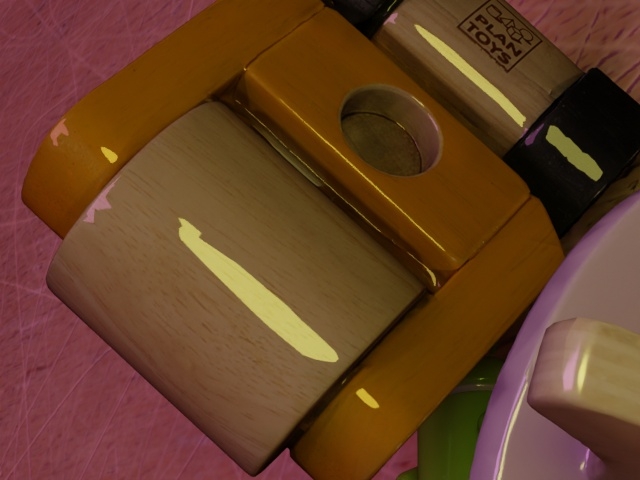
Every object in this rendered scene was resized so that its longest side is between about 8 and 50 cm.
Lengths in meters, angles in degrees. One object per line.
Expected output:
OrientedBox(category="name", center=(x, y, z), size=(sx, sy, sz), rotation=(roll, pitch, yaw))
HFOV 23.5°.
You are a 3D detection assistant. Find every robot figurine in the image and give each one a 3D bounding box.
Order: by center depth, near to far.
OrientedBox(category="robot figurine", center=(0.084, 0.111, 0.798), size=(0.101, 0.067, 0.115), rotation=(129, 149, -52))

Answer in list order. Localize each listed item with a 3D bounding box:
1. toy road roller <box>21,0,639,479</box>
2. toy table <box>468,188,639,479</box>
OrientedBox(category="toy road roller", center=(0.000, 0.000, 0.803), size=(0.329, 0.202, 0.240), rotation=(-42, -8, -40))
OrientedBox(category="toy table", center=(0.164, 0.091, 0.534), size=(0.161, 0.252, 0.274), rotation=(151, 127, -72))
